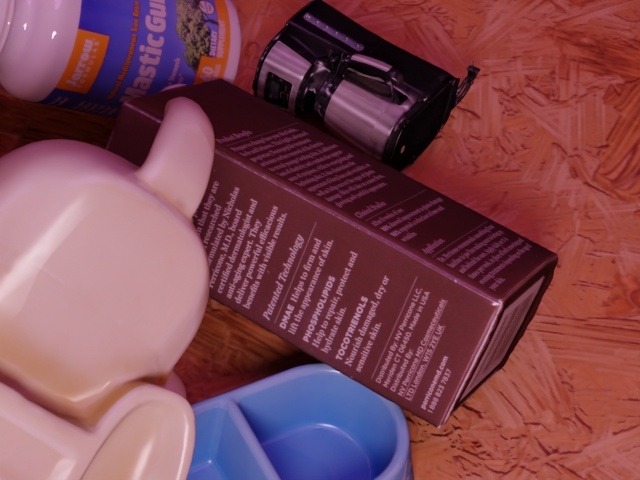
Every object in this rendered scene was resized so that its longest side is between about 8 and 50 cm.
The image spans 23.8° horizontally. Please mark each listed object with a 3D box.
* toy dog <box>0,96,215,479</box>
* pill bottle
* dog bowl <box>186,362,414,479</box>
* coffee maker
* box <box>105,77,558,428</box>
[{"bbox_3d":[-0.276,0.040,1.198,0.284,0.408,0.395,27,82,-28],"label":"toy dog"},{"bbox_3d":[-0.228,-0.201,1.486,0.272,0.152,0.152,8,44,-33],"label":"pill bottle"},{"bbox_3d":[-0.053,0.198,1.280,0.297,0.074,0.166,-18,54,-24],"label":"dog bowl"},{"bbox_3d":[0.043,-0.164,1.598,0.178,0.120,0.171,33,29,17],"label":"coffee maker"},{"bbox_3d":[0.000,0.000,1.374,0.381,0.143,0.191,30,22,15],"label":"box"}]
